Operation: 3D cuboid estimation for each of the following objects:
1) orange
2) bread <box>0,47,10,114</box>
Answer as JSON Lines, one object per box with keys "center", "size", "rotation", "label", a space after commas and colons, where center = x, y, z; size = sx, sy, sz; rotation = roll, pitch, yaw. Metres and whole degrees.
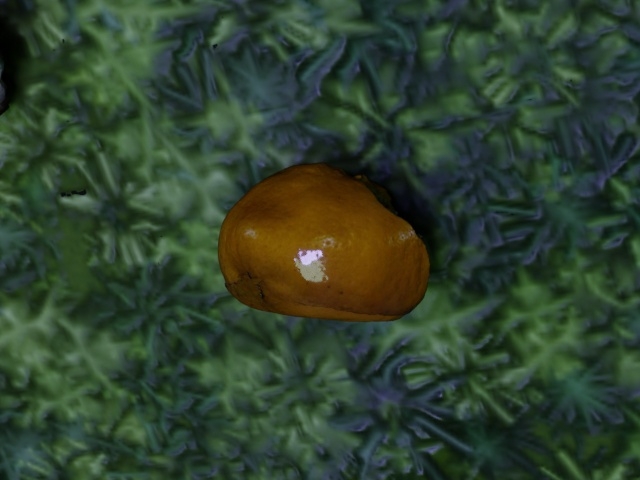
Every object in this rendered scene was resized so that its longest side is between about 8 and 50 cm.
{"center": [0.000, 0.000, 0.671], "size": [0.086, 0.086, 0.062], "rotation": [3, 94, 18], "label": "orange"}
{"center": [-0.250, -0.108, 0.670], "size": [0.174, 0.251, 0.133], "rotation": [-30, 60, 31], "label": "bread"}
